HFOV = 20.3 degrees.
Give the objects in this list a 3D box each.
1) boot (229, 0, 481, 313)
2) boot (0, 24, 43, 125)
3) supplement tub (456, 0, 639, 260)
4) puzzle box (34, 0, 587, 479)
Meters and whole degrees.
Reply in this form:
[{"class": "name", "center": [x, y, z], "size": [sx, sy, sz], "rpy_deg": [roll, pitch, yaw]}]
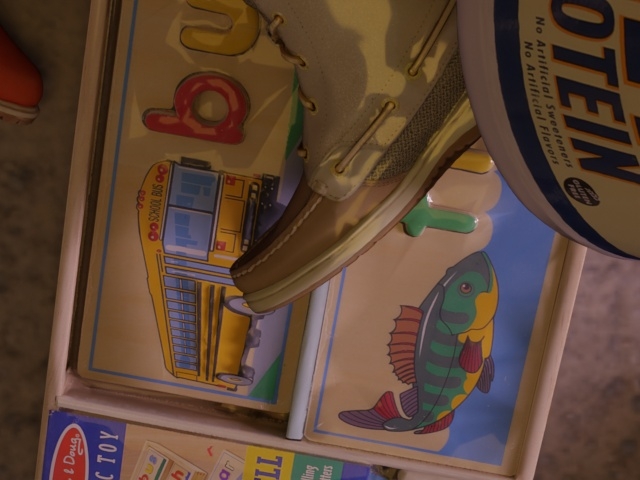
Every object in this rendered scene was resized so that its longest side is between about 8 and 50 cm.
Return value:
[{"class": "boot", "center": [-0.007, -0.084, 0.837], "size": [0.165, 0.077, 0.213], "rpy_deg": [41, 104, -11]}, {"class": "boot", "center": [-0.186, -0.131, 0.903], "size": [0.084, 0.059, 0.158], "rpy_deg": [-41, 101, 13]}, {"class": "supplement tub", "center": [0.240, -0.092, 0.699], "size": [0.325, 0.235, 0.235], "rpy_deg": [10, 120, 49]}, {"class": "puzzle box", "center": [0.000, 0.000, 0.938], "size": [0.272, 0.052, 0.409], "rpy_deg": [10, 112, 2]}]
